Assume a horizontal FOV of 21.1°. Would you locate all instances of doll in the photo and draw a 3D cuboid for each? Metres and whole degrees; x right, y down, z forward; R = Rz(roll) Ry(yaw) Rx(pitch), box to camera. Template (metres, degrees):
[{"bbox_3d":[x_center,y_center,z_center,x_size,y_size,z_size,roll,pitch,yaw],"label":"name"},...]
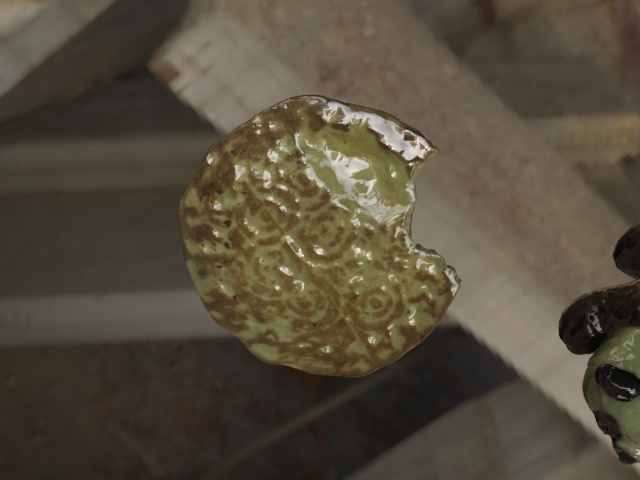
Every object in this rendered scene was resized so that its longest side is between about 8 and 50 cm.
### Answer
[{"bbox_3d":[0.287,0.075,1.381,0.143,0.135,0.234,48,62,-9],"label":"doll"}]

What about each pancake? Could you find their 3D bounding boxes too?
[{"bbox_3d":[0.000,0.000,1.307,0.029,0.212,0.235,-90,176,-67],"label":"pancake"}]
